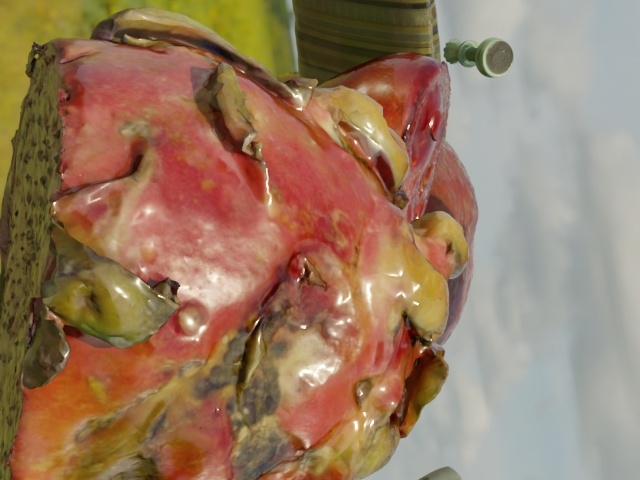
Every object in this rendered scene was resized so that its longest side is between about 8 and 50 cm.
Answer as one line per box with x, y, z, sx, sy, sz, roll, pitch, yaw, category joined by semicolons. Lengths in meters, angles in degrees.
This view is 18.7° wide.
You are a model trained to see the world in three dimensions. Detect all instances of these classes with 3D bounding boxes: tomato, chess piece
0.029;-0.063;1.740;0.200;0.140;0.233;-11;118;-75;tomato
0.159;-0.194;2.027;0.093;0.042;0.042;19;-58;58;chess piece

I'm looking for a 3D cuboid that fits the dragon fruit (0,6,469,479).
-0.046;0.020;1.111;0.314;0.263;0.296;-97;-163;-44;dragon fruit

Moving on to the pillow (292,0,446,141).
0.042;-0.210;1.912;0.208;0.052;0.212;20;-56;47;pillow

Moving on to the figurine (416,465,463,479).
0.010;0.405;2.303;0.205;0.382;0.224;-161;-119;-66;figurine

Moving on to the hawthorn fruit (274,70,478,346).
0.000;0.000;2.296;0.403;0.403;0.402;171;-90;-89;hawthorn fruit
